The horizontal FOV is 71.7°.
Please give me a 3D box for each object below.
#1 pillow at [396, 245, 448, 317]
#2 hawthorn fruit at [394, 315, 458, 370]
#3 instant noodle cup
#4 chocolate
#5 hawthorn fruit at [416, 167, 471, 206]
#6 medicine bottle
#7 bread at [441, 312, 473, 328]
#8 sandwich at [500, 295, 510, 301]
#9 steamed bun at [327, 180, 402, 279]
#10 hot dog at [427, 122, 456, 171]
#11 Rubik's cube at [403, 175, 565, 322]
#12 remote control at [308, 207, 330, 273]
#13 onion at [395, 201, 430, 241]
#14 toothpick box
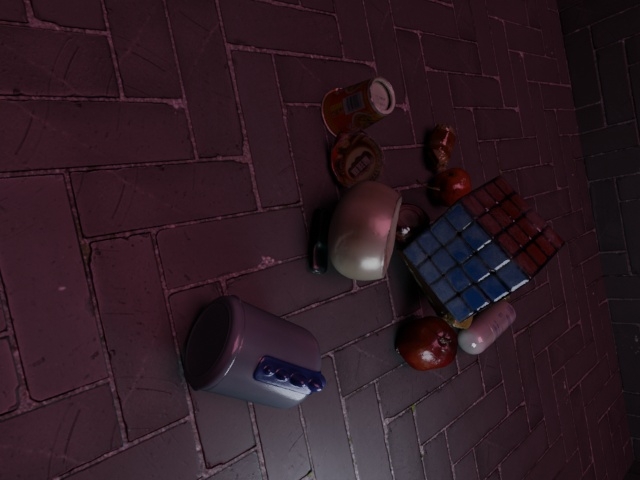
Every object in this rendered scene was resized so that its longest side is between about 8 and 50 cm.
[{"bbox_3d":[0.480,0.116,1.757,0.305,0.108,0.308,-21,73,-35],"label":"pillow"},{"bbox_3d":[0.407,0.375,1.641,0.215,0.250,0.215,8,65,-17],"label":"hawthorn fruit"},{"bbox_3d":[0.139,-0.466,1.525,0.193,0.212,0.193,6,80,-39],"label":"instant noodle cup"},{"bbox_3d":[0.138,-0.288,1.553,0.221,0.221,0.147,67,25,-12],"label":"chocolate"},{"bbox_3d":[0.506,-0.216,1.846,0.285,0.165,0.165,-10,91,-34],"label":"hawthorn fruit"},{"bbox_3d":[0.733,0.388,1.967,0.340,0.130,0.130,-25,101,-39],"label":"medicine bottle"},{"bbox_3d":[0.576,0.271,1.871,0.138,0.102,0.196,18,77,-34],"label":"bread"},{"bbox_3d":[0.764,0.182,1.954,0.198,0.227,0.155,-5,89,-39],"label":"sandwich"},{"bbox_3d":[0.136,-0.034,1.437,0.324,0.206,0.325,12,90,-76],"label":"steamed bun"},{"bbox_3d":[0.511,-0.401,1.904,0.146,0.103,0.213,38,70,-54],"label":"hot dog"},{"bbox_3d":[0.570,0.027,1.574,0.343,0.337,0.345,-23,71,-40],"label":"Rubik's cube"},{"bbox_3d":[0.000,0.000,1.465,0.072,0.042,0.222,14,76,-39],"label":"remote control"},{"bbox_3d":[0.314,-0.079,1.694,0.173,0.135,0.198,-9,52,-20],"label":"onion"},{"bbox_3d":[-0.145,0.315,1.170,0.354,0.263,0.263,30,67,-35],"label":"toothpick box"}]
